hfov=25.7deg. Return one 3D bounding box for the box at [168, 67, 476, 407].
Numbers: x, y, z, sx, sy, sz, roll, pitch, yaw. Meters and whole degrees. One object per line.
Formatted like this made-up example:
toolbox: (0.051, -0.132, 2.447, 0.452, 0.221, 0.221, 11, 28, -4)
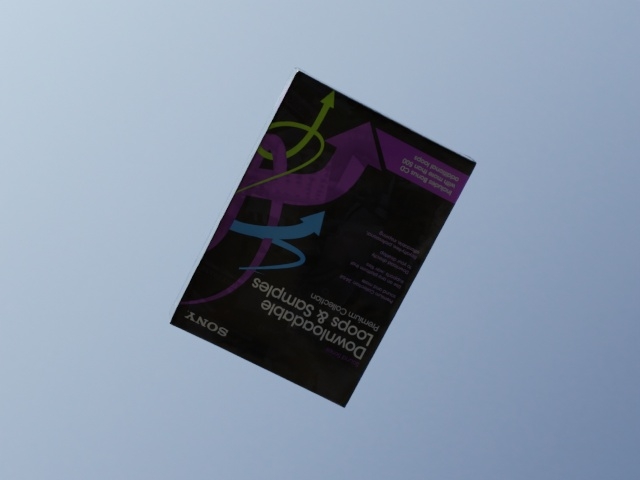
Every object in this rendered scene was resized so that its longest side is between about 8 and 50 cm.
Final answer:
box: (0.000, 0.000, 0.797, 0.162, 0.116, 0.029, -63, -171, 8)
